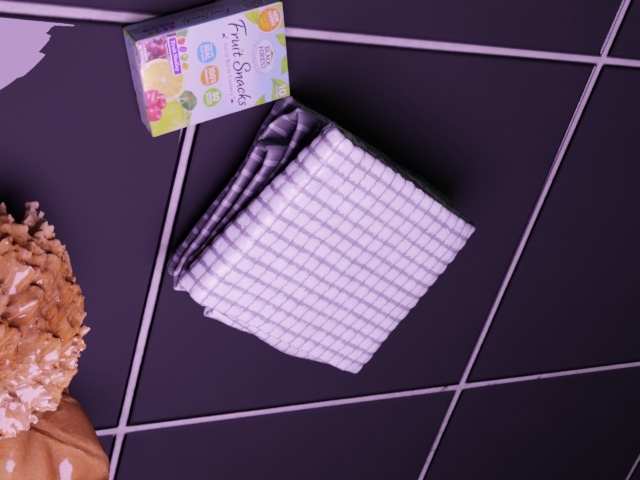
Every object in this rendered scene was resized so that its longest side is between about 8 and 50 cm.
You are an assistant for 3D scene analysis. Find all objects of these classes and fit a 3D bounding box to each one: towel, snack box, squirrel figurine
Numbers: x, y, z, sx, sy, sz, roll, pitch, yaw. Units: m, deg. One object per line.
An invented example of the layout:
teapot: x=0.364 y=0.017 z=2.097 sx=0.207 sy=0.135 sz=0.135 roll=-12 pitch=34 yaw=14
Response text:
towel: x=0.000 y=0.000 z=1.080 sx=0.235 sy=0.121 sz=0.284 roll=-49 pitch=136 yaw=12
snack box: x=-0.102 y=-0.163 z=0.941 sx=0.141 sy=0.037 sz=0.100 roll=-20 pitch=133 yaw=-19
squirrel figurine: x=-0.329 y=0.167 z=0.902 sx=0.370 sy=0.281 sz=0.397 roll=10 pitch=120 yaw=-44
